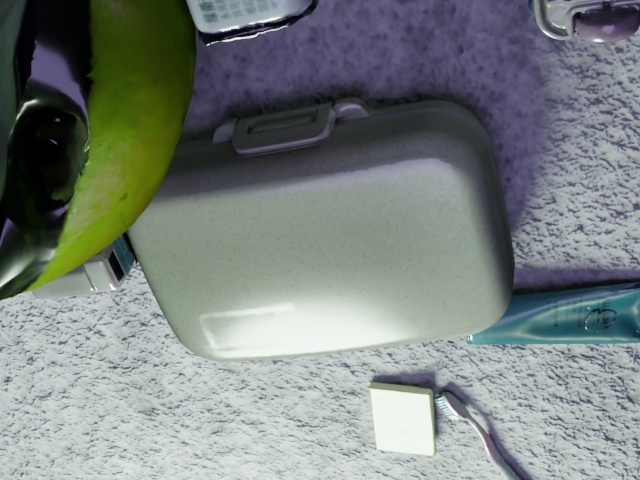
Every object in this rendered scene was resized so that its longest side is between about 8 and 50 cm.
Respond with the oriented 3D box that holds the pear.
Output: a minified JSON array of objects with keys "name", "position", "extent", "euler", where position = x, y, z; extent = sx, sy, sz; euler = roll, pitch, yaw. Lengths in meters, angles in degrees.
[{"name":"pear","position":[-0.220,-0.138,0.861],"extent":[0.165,0.398,0.399],"euler":[3,135,-33]}]

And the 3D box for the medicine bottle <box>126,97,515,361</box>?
[{"name":"medicine bottle","position":[0.000,0.000,1.023],"extent":[0.375,0.123,0.282],"euler":[-8,123,17]}]

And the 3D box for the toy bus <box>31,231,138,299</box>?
[{"name":"toy bus","position":[-0.277,0.028,1.124],"extent":[0.123,0.075,0.060],"euler":[-8,125,16]}]

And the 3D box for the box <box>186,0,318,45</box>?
[{"name":"box","position":[-0.086,-0.347,0.742],"extent":[0.112,0.190,0.369],"euler":[-9,125,17]}]

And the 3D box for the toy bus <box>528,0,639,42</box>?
[{"name":"toy bus","position":[0.260,-0.243,0.782],"extent":[0.203,0.142,0.142],"euler":[-5,125,13]}]

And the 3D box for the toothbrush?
[{"name":"toothbrush","position":[0.226,0.277,1.252],"extent":[0.027,0.021,0.269],"euler":[-18,122,44]}]

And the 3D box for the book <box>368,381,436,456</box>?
[{"name":"book","position":[0.102,0.220,1.233],"extent":[0.077,0.014,0.111],"euler":[4,127,17]}]

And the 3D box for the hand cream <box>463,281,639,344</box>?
[{"name":"hand cream","position":[0.252,0.086,1.097],"extent":[0.224,0.048,0.083],"euler":[-5,123,8]}]
